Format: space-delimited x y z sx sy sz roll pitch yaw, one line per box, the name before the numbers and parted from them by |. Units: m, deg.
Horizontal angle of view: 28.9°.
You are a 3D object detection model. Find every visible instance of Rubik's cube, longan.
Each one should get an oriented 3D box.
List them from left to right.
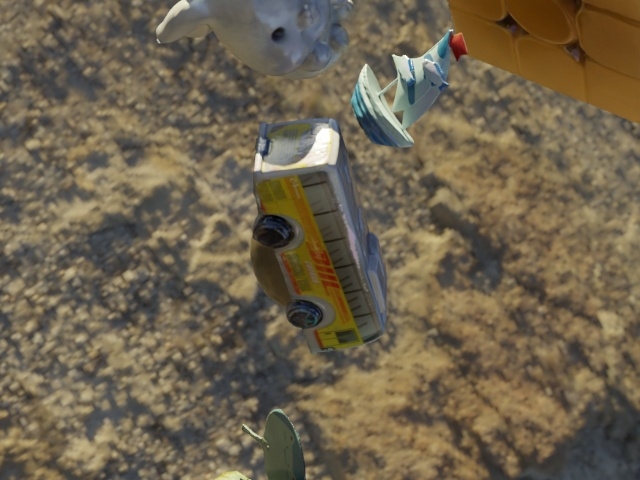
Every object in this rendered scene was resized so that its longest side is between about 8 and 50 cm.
longan | -0.005 0.021 1.675 0.189 0.189 0.189 31 44 -35
Rubik's cube | 0.324 -0.355 1.408 0.290 0.291 0.292 -51 149 -18

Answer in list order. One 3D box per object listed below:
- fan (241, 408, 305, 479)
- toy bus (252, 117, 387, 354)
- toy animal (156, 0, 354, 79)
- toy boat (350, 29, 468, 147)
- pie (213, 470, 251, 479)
fan | -0.056 0.242 1.434 0.005 0.175 0.113 -6 102 -26
toy bus | 0.000 0.000 1.226 0.092 0.106 0.268 -85 164 -44
toy animal | -0.061 -0.236 1.260 0.193 0.178 0.127 -1 107 -63
toy boat | 0.097 -0.151 1.301 0.034 0.149 0.105 11 69 -55
pie | -0.131 0.492 1.552 0.418 0.180 0.395 32 52 -73
